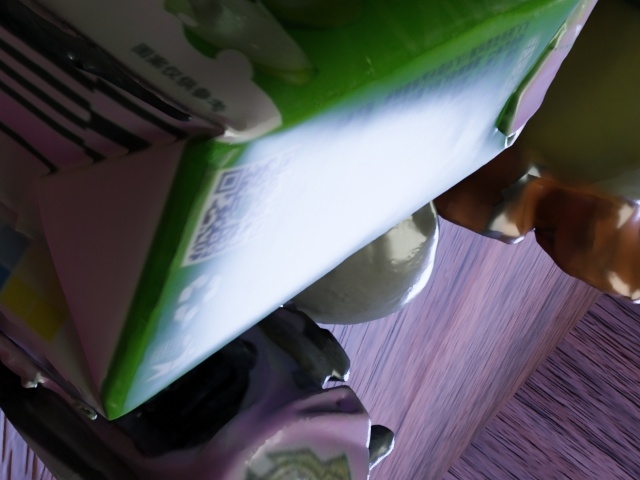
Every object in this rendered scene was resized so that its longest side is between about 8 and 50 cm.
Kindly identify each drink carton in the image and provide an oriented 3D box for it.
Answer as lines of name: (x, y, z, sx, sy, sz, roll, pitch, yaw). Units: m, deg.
drink carton: (-0.029, -0.070, 0.509, 0.271, 0.161, 0.108, -34, 157, -51)

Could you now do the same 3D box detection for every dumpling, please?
dumpling: (0.000, 0.000, 0.905, 0.127, 0.108, 0.188, -19, 168, -19)

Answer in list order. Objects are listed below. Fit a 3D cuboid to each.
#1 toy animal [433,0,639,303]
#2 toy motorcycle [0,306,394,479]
toy animal: (0.221, -0.143, 1.075, 0.338, 0.216, 0.191, -61, -169, 19)
toy motorcycle: (-0.053, 0.089, 0.761, 0.143, 0.188, 0.327, -43, 164, -8)
